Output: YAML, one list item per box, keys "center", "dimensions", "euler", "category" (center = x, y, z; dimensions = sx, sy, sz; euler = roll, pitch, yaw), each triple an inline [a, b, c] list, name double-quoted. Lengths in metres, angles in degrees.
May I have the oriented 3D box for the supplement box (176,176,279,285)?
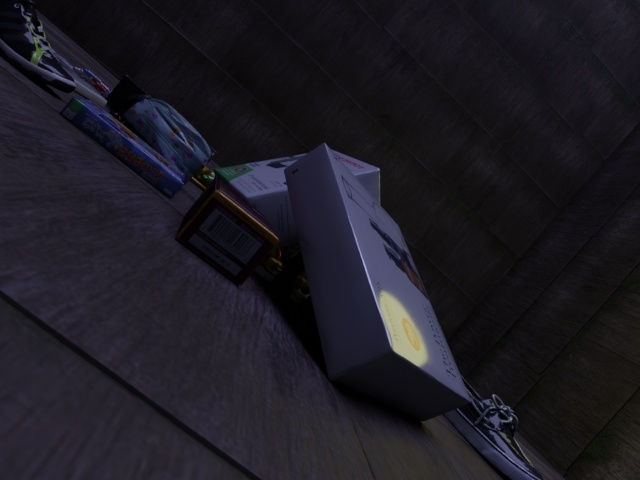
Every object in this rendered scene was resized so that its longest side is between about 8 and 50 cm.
- center: [-0.134, -0.021, 0.641]
  dimensions: [0.104, 0.081, 0.188]
  euler: [40, 1, -18]
  category: "supplement box"

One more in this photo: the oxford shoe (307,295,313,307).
- center: [0.020, 0.131, 0.860]
  dimensions: [0.212, 0.076, 0.076]
  euler: [140, -69, -88]
  category: "oxford shoe"

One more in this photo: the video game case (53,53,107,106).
- center: [-0.596, -0.391, 0.986]
  dimensions: [0.183, 0.023, 0.201]
  euler: [41, 2, 8]
  category: "video game case"

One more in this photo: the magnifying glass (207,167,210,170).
- center: [-0.468, -0.292, 1.606]
  dimensions: [0.092, 0.026, 0.231]
  euler: [41, 3, 29]
  category: "magnifying glass"

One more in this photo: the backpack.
- center: [-0.312, -0.203, 0.905]
  dimensions: [0.182, 0.115, 0.152]
  euler: [44, -1, 12]
  category: "backpack"

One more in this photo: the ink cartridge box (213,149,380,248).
- center: [-0.049, -0.095, 0.933]
  dimensions: [0.211, 0.289, 0.121]
  euler: [38, -43, 53]
  category: "ink cartridge box"

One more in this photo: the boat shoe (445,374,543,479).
- center: [0.346, 0.374, 0.925]
  dimensions: [0.113, 0.105, 0.306]
  euler: [40, 1, -33]
  category: "boat shoe"

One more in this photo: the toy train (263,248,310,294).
- center: [-0.073, 0.043, 0.895]
  dimensions: [0.166, 0.046, 0.125]
  euler: [36, 3, 7]
  category: "toy train"

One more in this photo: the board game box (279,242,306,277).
- center: [0.000, 0.000, 1.162]
  dimensions: [0.291, 0.141, 0.232]
  euler: [53, 13, 30]
  category: "board game box"

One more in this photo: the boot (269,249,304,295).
- center: [-0.032, 0.042, 0.772]
  dimensions: [0.037, 0.114, 0.106]
  euler: [41, 1, 6]
  category: "boot"

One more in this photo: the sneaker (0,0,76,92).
- center: [-0.496, -0.349, 0.735]
  dimensions: [0.235, 0.097, 0.084]
  euler: [41, 1, -10]
  category: "sneaker"

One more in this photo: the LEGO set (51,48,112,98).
- center: [-0.664, -0.477, 1.233]
  dimensions: [0.182, 0.060, 0.244]
  euler: [45, 1, 1]
  category: "LEGO set"

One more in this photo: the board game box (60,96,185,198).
- center: [-0.322, -0.158, 0.759]
  dimensions: [0.201, 0.035, 0.136]
  euler: [41, 1, -21]
  category: "board game box"

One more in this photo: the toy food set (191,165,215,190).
- center: [-0.297, -0.170, 1.246]
  dimensions: [0.128, 0.071, 0.218]
  euler: [42, 1, 36]
  category: "toy food set"

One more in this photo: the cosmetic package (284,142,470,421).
- center: [0.084, 0.064, 0.712]
  dimensions: [0.284, 0.097, 0.377]
  euler: [37, 29, -44]
  category: "cosmetic package"

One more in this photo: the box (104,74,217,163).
- center: [-0.443, -0.317, 1.262]
  dimensions: [0.184, 0.103, 0.261]
  euler: [38, -1, 31]
  category: "box"
